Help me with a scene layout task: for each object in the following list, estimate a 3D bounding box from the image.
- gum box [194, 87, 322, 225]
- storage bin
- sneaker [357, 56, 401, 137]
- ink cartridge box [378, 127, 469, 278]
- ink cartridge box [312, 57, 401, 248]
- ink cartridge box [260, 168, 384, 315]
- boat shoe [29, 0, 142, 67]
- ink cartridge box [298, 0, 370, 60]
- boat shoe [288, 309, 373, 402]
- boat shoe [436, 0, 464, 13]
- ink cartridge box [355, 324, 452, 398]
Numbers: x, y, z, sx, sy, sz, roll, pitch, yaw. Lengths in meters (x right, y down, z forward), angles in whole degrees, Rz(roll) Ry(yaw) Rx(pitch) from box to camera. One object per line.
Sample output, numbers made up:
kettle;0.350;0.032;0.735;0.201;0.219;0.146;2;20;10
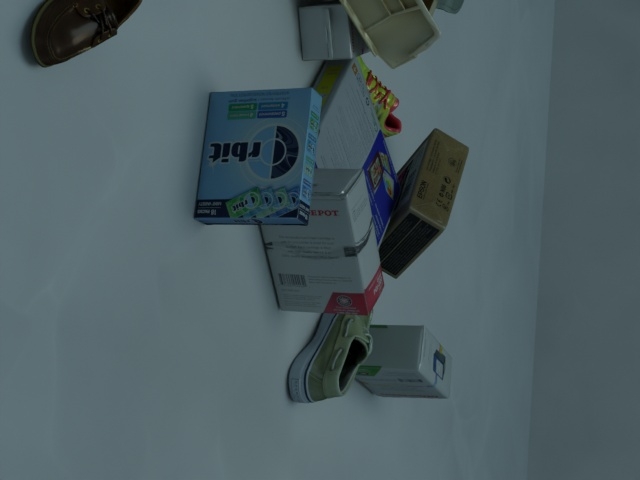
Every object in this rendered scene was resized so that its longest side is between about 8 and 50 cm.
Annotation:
gum box;-0.085;-0.113;1.468;0.041;0.157;0.184;31;63;-64
storage bin;0.117;-0.461;1.793;0.260;0.123;0.262;55;30;-22
sneaker;0.097;-0.268;1.983;0.208;0.094;0.081;63;37;-46
ink cartridge box;0.184;-0.072;2.085;0.193;0.088;0.234;-49;-165;47
ink cartridge box;0.042;-0.114;1.858;0.307;0.072;0.303;-64;143;-46
ink cartridge box;0.000;0.000;1.675;0.092;0.159;0.217;-56;141;-50
boat shoe;-0.254;-0.244;1.179;0.178;0.060;0.064;-59;143;-51
ink cartridge box;0.026;-0.356;1.815;0.143;0.090;0.092;-35;122;-62
boat shoe;0.042;0.187;1.865;0.302;0.094;0.109;-55;141;-53
boat shoe;0.231;-0.552;2.306;0.114;0.091;0.302;-70;159;2
ink cartridge box;0.149;0.233;2.050;0.212;0.154;0.093;48;45;-57
